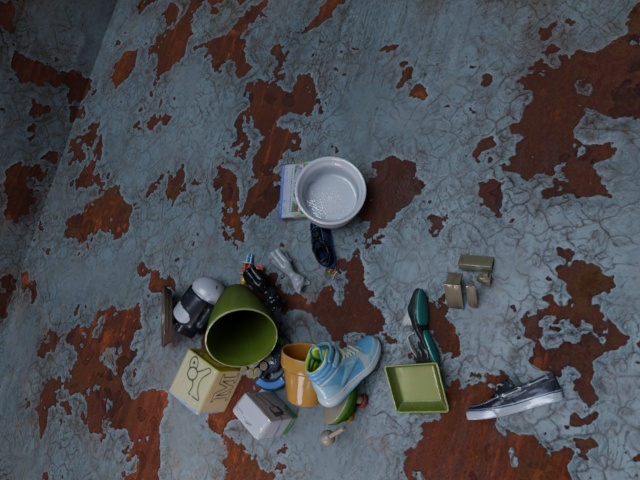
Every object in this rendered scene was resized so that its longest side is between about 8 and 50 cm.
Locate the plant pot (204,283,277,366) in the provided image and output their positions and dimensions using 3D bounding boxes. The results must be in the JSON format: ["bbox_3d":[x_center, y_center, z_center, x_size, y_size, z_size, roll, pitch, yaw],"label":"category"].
[{"bbox_3d":[-0.330,0.307,1.946,0.275,0.274,0.294,-45,28,10],"label":"plant pot"}]

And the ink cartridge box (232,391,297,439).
[{"bbox_3d":[-0.208,0.662,1.829,0.154,0.212,0.093,36,95,30],"label":"ink cartridge box"}]

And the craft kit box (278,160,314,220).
[{"bbox_3d":[-0.058,-0.217,2.071,0.246,0.061,0.250,-4,75,29],"label":"craft kit box"}]

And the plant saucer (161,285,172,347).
[{"bbox_3d":[-0.697,0.343,2.178,0.278,0.041,0.278,180,90,-70],"label":"plant saucer"}]

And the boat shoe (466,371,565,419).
[{"bbox_3d":[0.600,0.490,1.519,0.301,0.108,0.102,-23,68,18],"label":"boat shoe"}]

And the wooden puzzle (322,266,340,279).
[{"bbox_3d":[0.042,0.130,1.956,0.083,0.006,0.049,31,92,30],"label":"wooden puzzle"}]

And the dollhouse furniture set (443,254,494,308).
[{"bbox_3d":[0.527,0.148,1.689,0.143,0.123,0.151,4,44,28],"label":"dollhouse furniture set"}]

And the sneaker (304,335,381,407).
[{"bbox_3d":[0.077,0.403,1.690,0.319,0.208,0.127,-43,24,-31],"label":"sneaker"}]

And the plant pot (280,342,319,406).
[{"bbox_3d":[-0.054,0.510,1.813,0.205,0.205,0.188,10,98,29],"label":"plant pot"}]

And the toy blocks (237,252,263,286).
[{"bbox_3d":[-0.297,0.131,2.104,0.123,0.054,0.148,6,79,29],"label":"toy blocks"}]

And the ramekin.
[{"bbox_3d":[0.039,-0.180,1.915,0.276,0.135,0.278,0,76,1],"label":"ramekin"}]

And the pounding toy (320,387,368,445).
[{"bbox_3d":[0.097,0.619,1.736,0.183,0.110,0.237,-48,17,42],"label":"pounding toy"}]

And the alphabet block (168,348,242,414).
[{"bbox_3d":[-0.472,0.581,1.999,0.192,0.193,0.197,26,90,28],"label":"alphabet block"}]

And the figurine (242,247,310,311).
[{"bbox_3d":[-0.175,0.163,1.986,0.214,0.092,0.209,-35,66,-18],"label":"figurine"}]

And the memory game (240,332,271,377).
[{"bbox_3d":[-0.275,0.472,1.982,0.186,0.012,0.186,-13,65,29],"label":"memory game"}]

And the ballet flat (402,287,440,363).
[{"bbox_3d":[0.343,0.313,1.708,0.096,0.095,0.281,-21,68,34],"label":"ballet flat"}]

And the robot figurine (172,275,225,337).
[{"bbox_3d":[-0.532,0.292,2.119,0.209,0.173,0.278,37,96,19],"label":"robot figurine"}]

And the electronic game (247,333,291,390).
[{"bbox_3d":[-0.201,0.495,1.964,0.229,0.048,0.230,-8,73,26],"label":"electronic game"}]

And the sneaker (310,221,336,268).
[{"bbox_3d":[0.000,0.000,1.960,0.081,0.090,0.233,-28,63,17],"label":"sneaker"}]

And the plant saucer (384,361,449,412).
[{"bbox_3d":[0.334,0.499,1.655,0.188,0.045,0.188,-10,102,25],"label":"plant saucer"}]
